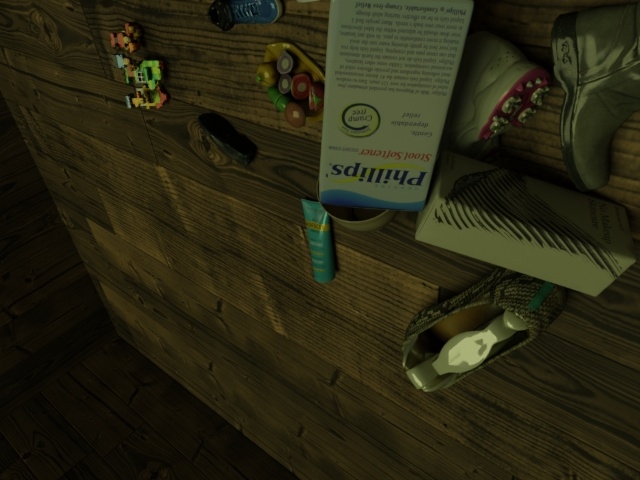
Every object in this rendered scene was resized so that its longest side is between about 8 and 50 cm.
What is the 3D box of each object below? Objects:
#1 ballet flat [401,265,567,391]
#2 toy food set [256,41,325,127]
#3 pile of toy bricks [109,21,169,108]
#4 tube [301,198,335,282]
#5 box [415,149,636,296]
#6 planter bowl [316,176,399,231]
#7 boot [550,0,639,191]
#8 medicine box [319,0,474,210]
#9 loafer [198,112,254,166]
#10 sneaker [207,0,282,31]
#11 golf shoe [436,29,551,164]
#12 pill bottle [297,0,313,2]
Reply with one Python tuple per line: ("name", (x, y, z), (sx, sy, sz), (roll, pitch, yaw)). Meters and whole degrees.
("ballet flat", (0.256, 0.196, 0.987), (0.164, 0.182, 0.483), (45, 145, 8))
("toy food set", (-0.050, -0.282, 0.994), (0.218, 0.071, 0.128), (44, 144, 10))
("pile of toy bricks", (-0.433, -0.424, 1.283), (0.105, 0.118, 0.212), (2, 119, 8))
("tube", (0.000, 0.000, 1.220), (0.080, 0.052, 0.207), (10, 123, 31))
("box", (0.280, -0.025, 0.730), (0.275, 0.113, 0.094), (16, 140, -1))
("planter bowl", (0.086, -0.082, 0.971), (0.162, 0.162, 0.109), (29, 167, 28))
("boot", (0.377, -0.169, 0.619), (0.161, 0.083, 0.246), (3, 125, 40))
("medicine box", (0.085, -0.233, 0.698), (0.149, 0.263, 0.289), (5, 135, 2))
("loafer", (-0.232, -0.240, 1.246), (0.170, 0.062, 0.061), (43, 149, 14))
("sneaker", (-0.146, -0.423, 0.962), (0.152, 0.084, 0.058), (20, 135, 36))
("golf shoe", (0.211, -0.175, 0.790), (0.140, 0.115, 0.306), (58, 147, 20))
("pill bottle", (-0.014, -0.468, 0.743), (0.121, 0.121, 0.216), (17, 133, 39))
